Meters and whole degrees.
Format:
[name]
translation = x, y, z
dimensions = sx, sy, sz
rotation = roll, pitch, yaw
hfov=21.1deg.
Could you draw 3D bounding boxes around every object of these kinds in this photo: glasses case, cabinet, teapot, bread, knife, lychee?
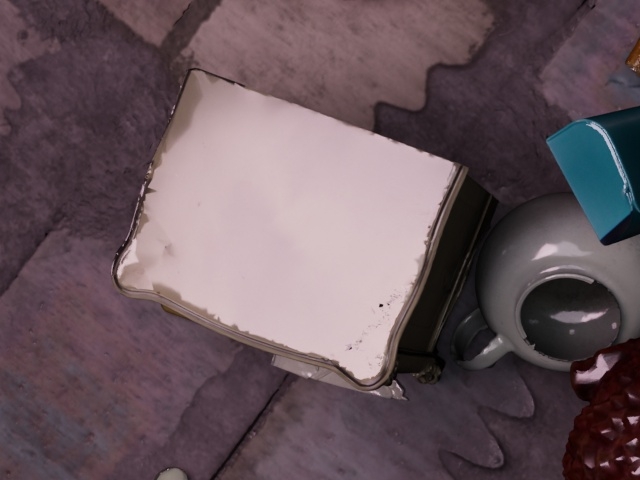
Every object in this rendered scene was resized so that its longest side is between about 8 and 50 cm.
[glasses case]
translation = 0.340, -0.081, 1.661
dimensions = 0.070, 0.301, 0.117
rotation = -33, 80, 37
[cabinet]
translation = 0.000, 0.000, 1.735
dimensions = 0.290, 0.318, 0.227
rotation = 20, 90, 14
[teapot]
translation = 0.251, 0.049, 1.734
dimensions = 0.294, 0.129, 0.193
rotation = -32, 110, 25
[bread]
translation = 0.350, -0.209, 1.795
dimensions = 0.036, 0.047, 0.083
rotation = 31, 94, 45
[knife]
translation = -0.041, 0.119, 1.893
dimensions = 0.298, 0.017, 0.047
rotation = 18, 93, 11
[lychee]
translation = 0.385, 0.196, 1.628
dimensions = 0.330, 0.306, 0.306
rotation = 34, 96, 12

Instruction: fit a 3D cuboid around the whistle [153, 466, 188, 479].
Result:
[whistle]
translation = -0.250, 0.318, 1.909
dimensions = 0.236, 0.077, 0.114
rotation = -12, 54, 19
